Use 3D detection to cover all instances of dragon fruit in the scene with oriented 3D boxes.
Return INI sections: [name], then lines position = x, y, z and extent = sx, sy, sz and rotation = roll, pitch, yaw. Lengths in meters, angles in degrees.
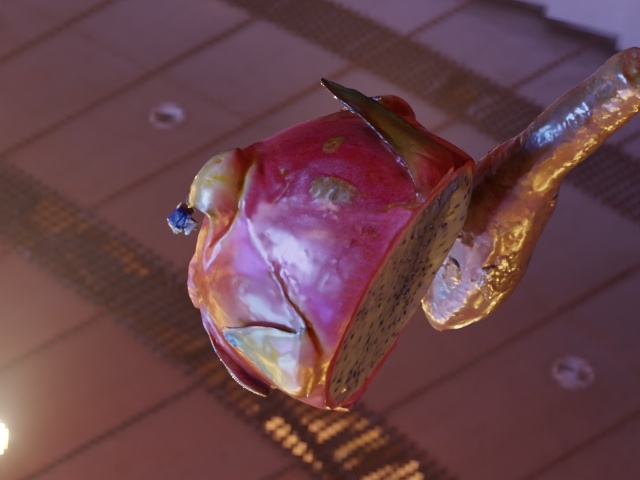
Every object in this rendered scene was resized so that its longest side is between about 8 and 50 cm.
[dragon fruit]
position = 0.000, 0.000, 1.445
extent = 0.189, 0.290, 0.290
rotation = 32, -140, 17

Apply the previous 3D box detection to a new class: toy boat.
[toy boat]
position = -0.153, -0.024, 1.872
extent = 0.038, 0.038, 0.083
rotation = 8, -171, -2

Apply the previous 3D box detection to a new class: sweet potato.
[sweet potato]
position = 0.185, -0.045, 1.545
extent = 0.109, 0.385, 0.109
rotation = 16, -136, -16
